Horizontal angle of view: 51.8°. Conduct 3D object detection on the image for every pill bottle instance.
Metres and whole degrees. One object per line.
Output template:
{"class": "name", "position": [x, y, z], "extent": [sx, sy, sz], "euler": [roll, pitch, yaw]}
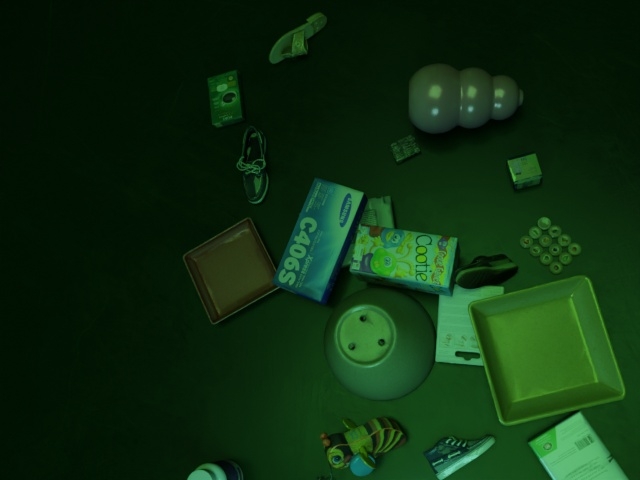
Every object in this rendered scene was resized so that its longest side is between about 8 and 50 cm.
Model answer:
{"class": "pill bottle", "position": [-0.302, 0.683, 1.866], "extent": [0.108, 0.193, 0.108], "euler": [-4, 75, 14]}

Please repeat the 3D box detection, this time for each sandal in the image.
{"class": "sandal", "position": [-0.061, -0.660, 2.197], "extent": [0.240, 0.088, 0.079], "euler": [-41, 64, -3]}

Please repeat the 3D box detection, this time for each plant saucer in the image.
{"class": "plant saucer", "position": [-0.275, 0.098, 2.086], "extent": [0.259, 0.048, 0.258], "euler": [-30, 70, 6]}
{"class": "plant saucer", "position": [0.591, 0.290, 1.754], "extent": [0.333, 0.081, 0.332], "euler": [-14, 79, 3]}

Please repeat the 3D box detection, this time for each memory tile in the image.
{"class": "memory tile", "position": [0.652, 0.014, 1.870], "extent": [0.113, 0.012, 0.148], "euler": [-45, 69, 1]}

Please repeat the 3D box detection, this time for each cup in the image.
{"class": "cup", "position": [0.147, 0.273, 1.825], "extent": [0.331, 0.237, 0.331], "euler": [-4, 75, 14]}

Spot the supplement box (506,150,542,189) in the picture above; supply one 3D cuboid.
{"class": "supplement box", "position": [0.593, -0.202, 1.917], "extent": [0.083, 0.056, 0.083], "euler": [-15, 73, 11]}

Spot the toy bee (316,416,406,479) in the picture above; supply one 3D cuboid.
{"class": "toy bee", "position": [0.080, 0.570, 1.791], "extent": [0.298, 0.162, 0.195], "euler": [-43, 29, -21]}

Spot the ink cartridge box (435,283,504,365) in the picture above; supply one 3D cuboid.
{"class": "ink cartridge box", "position": [0.422, 0.236, 1.861], "extent": [0.181, 0.056, 0.224], "euler": [3, 82, 16]}

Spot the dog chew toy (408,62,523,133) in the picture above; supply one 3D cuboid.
{"class": "dog chew toy", "position": [0.427, -0.420, 1.952], "extent": [0.332, 0.206, 0.206], "euler": [1, 76, 7]}

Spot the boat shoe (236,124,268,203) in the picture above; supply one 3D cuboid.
{"class": "boat shoe", "position": [-0.217, -0.248, 2.140], "extent": [0.095, 0.079, 0.254], "euler": [1, 76, 15]}

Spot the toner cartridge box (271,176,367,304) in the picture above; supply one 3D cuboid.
{"class": "toner cartridge box", "position": [0.000, 0.000, 1.966], "extent": [0.165, 0.075, 0.347], "euler": [19, 82, 18]}

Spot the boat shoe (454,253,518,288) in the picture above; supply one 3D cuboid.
{"class": "boat shoe", "position": [0.450, 0.080, 1.832], "extent": [0.073, 0.224, 0.080], "euler": [58, 141, 36]}

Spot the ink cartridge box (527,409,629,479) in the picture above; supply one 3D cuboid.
{"class": "ink cartridge box", "position": [0.660, 0.571, 1.684], "extent": [0.160, 0.092, 0.219], "euler": [-33, 71, 6]}

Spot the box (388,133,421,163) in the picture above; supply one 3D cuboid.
{"class": "box", "position": [0.261, -0.285, 2.050], "extent": [0.083, 0.018, 0.067], "euler": [-27, 71, 7]}

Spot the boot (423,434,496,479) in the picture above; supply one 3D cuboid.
{"class": "boot", "position": [0.373, 0.559, 1.778], "extent": [0.190, 0.069, 0.086], "euler": [-36, 73, 6]}

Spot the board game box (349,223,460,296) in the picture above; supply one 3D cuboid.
{"class": "board game box", "position": [0.240, 0.055, 1.849], "extent": [0.275, 0.144, 0.142], "euler": [9, 78, 17]}

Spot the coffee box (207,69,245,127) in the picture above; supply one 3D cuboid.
{"class": "coffee box", "position": [-0.320, -0.481, 2.247], "extent": [0.113, 0.040, 0.184], "euler": [-14, 73, 12]}

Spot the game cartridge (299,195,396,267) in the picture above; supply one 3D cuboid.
{"class": "game cartridge", "position": [0.085, -0.016, 2.013], "extent": [0.294, 0.060, 0.196], "euler": [-10, 70, 13]}
